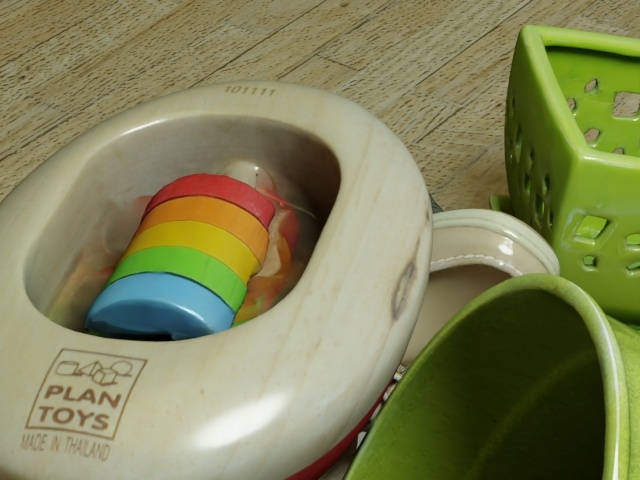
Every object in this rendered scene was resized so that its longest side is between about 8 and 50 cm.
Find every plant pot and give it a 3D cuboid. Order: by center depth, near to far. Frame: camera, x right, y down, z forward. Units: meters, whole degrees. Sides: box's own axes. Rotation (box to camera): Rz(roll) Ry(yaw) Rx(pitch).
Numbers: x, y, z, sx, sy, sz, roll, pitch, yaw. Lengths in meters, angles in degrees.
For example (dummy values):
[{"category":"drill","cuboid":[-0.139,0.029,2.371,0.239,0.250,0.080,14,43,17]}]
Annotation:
[{"category":"plant pot","cuboid":[0.208,0.252,1.075,0.353,0.366,0.366,23,31,-17]},{"category":"plant pot","cuboid":[0.265,-0.030,1.603,0.227,0.207,0.228,7,34,-12]}]

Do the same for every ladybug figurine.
[{"category":"ladybug figurine","cuboid":[-0.083,0.057,1.245,0.305,0.162,0.449,7,36,17]}]

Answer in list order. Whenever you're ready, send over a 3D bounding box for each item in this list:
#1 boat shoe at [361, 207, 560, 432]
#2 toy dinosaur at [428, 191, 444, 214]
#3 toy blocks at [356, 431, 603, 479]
[{"category":"boat shoe","cuboid":[0.041,0.089,1.408,0.122,0.341,0.110,40,45,-15]},{"category":"toy dinosaur","cuboid":[0.093,0.058,1.605,0.160,0.121,0.313,13,30,-4]},{"category":"toy blocks","cuboid":[0.166,0.191,1.353,0.381,0.190,0.261,2,20,2]}]
